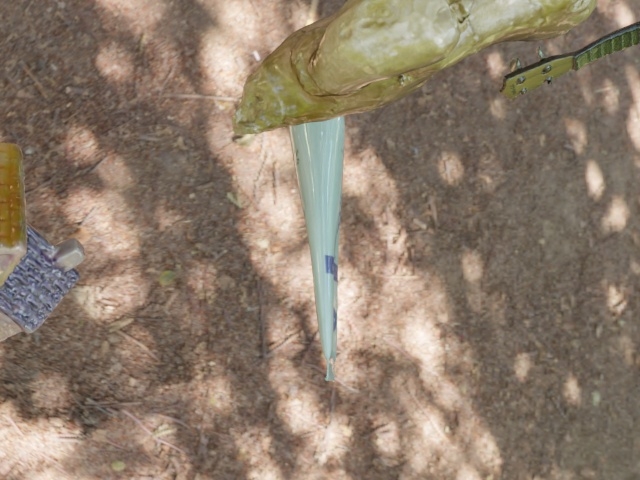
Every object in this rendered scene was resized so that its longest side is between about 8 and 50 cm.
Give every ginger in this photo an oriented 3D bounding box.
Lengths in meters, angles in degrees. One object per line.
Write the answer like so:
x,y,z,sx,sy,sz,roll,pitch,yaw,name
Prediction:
0.059,-0.117,0.419,0.214,0.133,0.059,-24,94,-28,ginger

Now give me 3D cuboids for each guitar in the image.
0.269,-0.173,0.579,0.084,0.271,0.038,49,28,-54,guitar

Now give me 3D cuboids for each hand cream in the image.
0.000,0.000,0.855,0.067,0.109,0.321,-3,79,4,hand cream

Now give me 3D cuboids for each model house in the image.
-0.416,0.037,0.868,0.237,0.202,0.237,-28,133,3,model house
